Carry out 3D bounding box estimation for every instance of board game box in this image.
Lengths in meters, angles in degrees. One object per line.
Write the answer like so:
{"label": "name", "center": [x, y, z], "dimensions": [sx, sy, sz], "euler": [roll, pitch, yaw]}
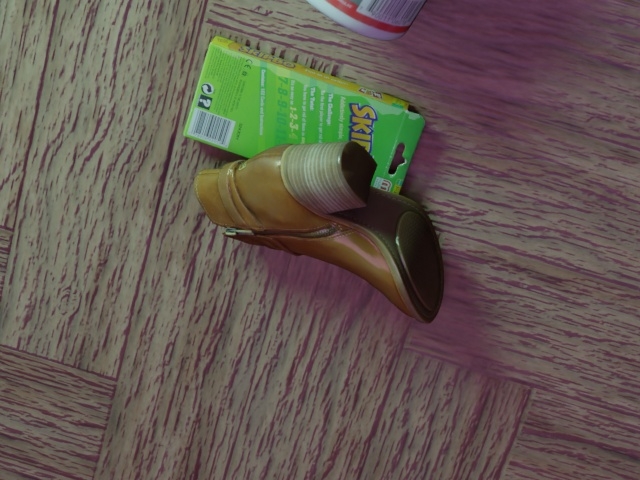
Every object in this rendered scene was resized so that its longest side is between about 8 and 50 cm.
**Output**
{"label": "board game box", "center": [-0.018, -0.135, 1.847], "dimensions": [0.259, 0.039, 0.124], "euler": [20, 118, 1]}

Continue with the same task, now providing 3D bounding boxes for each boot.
{"label": "boot", "center": [0.000, 0.000, 1.859], "dimensions": [0.220, 0.109, 0.283], "euler": [-8, 140, 36]}

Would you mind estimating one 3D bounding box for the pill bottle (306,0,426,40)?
{"label": "pill bottle", "center": [0.091, -0.362, 1.652], "dimensions": [0.161, 0.161, 0.283], "euler": [31, 115, -6]}
